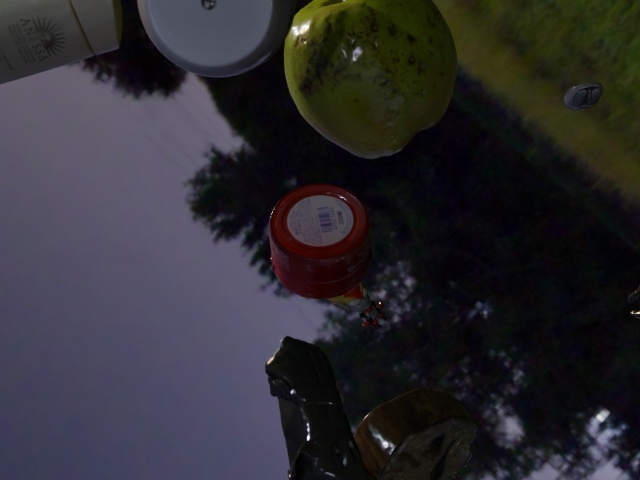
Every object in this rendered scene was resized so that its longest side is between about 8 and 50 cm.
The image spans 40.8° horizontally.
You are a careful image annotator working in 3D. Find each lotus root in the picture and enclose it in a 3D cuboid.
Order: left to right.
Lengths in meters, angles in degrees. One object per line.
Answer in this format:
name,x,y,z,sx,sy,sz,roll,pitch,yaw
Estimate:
lotus root,0.153,0.472,1.732,0.111,0.390,0.375,40,174,41

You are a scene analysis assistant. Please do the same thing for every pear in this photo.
pear,0.112,-0.362,1.827,0.391,0.391,0.391,40,-172,-6

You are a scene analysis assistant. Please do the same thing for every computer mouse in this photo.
computer mouse,0.507,-0.275,1.662,0.096,0.066,0.039,125,140,-84

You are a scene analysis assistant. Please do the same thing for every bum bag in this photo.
bum bag,-0.022,0.328,1.609,0.079,0.142,0.326,74,177,-65

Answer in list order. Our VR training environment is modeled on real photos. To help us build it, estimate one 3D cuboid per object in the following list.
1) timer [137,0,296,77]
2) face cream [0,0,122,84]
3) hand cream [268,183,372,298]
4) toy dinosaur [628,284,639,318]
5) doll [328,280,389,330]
timer,-0.165,-0.422,1.473,0.285,0.285,0.285,40,-172,-6
face cream,-0.573,-0.430,1.771,0.081,0.349,0.173,-110,5,-47
hand cream,0.000,0.000,1.590,0.193,0.193,0.125,45,157,29
toy dinosaur,0.546,0.042,1.335,0.087,0.178,0.187,17,-167,-8
doll,0.079,0.132,1.950,0.169,0.109,0.057,46,155,-6
